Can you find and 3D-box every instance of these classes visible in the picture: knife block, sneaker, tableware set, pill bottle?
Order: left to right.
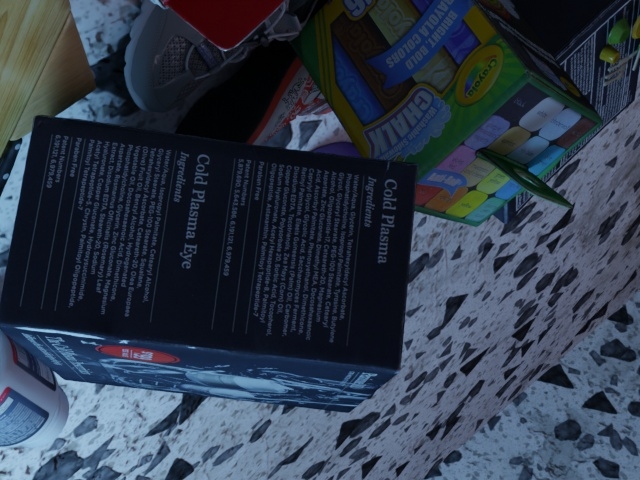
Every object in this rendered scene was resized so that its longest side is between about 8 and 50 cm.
[{"bbox_3d":[-0.307,-0.124,0.798,0.242,0.088,0.275,-38,153,-21],"label":"knife block"},{"bbox_3d":[-0.346,0.163,1.108,0.108,0.108,0.180,-43,153,-10],"label":"pill bottle"},{"bbox_3d":[-0.072,-0.225,0.984,0.281,0.115,0.105,-47,154,-1],"label":"sneaker"},{"bbox_3d":[-0.048,-0.150,1.153,0.270,0.090,0.145,-53,151,4],"label":"sneaker"},{"bbox_3d":[0.425,-0.275,1.372,0.154,0.024,0.104,-30,145,-30],"label":"tableware set"}]

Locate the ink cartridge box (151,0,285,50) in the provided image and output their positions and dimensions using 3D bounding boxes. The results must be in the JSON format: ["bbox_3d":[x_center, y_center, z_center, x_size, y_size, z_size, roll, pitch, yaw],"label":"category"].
[{"bbox_3d":[-0.061,-0.326,0.690,0.309,0.272,0.130,-47,154,-4],"label":"ink cartridge box"}]

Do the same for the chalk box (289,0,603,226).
[{"bbox_3d":[0.138,-0.134,1.013,0.179,0.289,0.180,-42,149,24],"label":"chalk box"}]

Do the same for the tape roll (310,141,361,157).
[{"bbox_3d":[0.000,0.000,1.431,0.275,0.090,0.274,-35,151,-23],"label":"tape roll"}]

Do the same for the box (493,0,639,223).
[{"bbox_3d":[0.290,-0.234,1.444,0.294,0.183,0.296,-43,152,-13],"label":"box"}]

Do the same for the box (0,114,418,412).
[{"bbox_3d":[-0.096,0.043,0.951,0.343,0.313,0.178,108,-12,-75],"label":"box"}]
